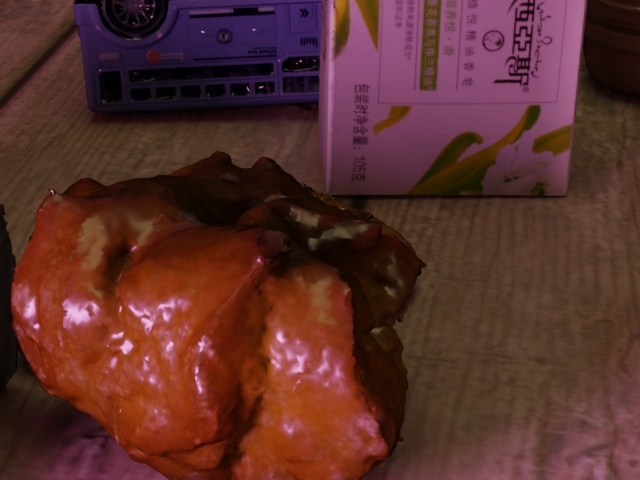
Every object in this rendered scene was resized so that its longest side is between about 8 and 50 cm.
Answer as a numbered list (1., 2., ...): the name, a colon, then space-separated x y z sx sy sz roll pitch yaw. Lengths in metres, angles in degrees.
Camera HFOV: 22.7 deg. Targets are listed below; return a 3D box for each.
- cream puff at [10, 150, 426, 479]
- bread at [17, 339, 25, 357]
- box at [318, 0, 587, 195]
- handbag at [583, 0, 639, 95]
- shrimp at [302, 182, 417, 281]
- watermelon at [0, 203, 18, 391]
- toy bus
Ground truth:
1. cream puff: -0.050 0.047 0.893 0.241 0.154 0.269 -9 24 -41
2. bread: -0.168 0.033 1.044 0.052 0.044 0.157 -2 26 0
3. box: 0.098 -0.169 1.225 0.195 0.260 0.111 -1 25 -3
4. handbag: 0.382 -0.205 1.443 0.302 0.149 0.283 7 24 8
5. shrimp: 0.001 0.007 1.126 0.095 0.045 0.162 -35 44 -19
6. watermelon: -0.258 0.075 0.833 0.140 0.192 0.256 5 39 10
7. toy bus: -0.062 -0.182 1.396 0.292 0.133 0.125 -3 21 -3
